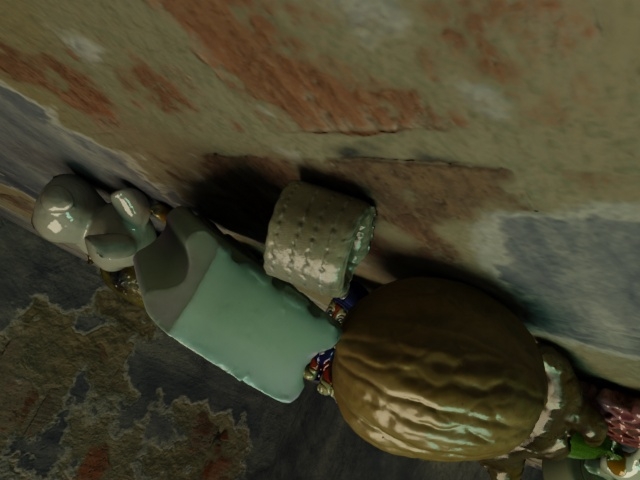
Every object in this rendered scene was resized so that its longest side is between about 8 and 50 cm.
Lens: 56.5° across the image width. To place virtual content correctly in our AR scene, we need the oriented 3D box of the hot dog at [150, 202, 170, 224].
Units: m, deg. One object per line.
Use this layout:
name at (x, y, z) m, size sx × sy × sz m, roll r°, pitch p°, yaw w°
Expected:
hot dog at (-0.233, -0.022, 1.006) m, size 0.044 × 0.028 × 0.137 m, roll 45°, pitch 177°, yaw 39°

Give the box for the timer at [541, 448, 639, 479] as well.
timer at (0.580, 0.438, 1.153) m, size 0.175 × 0.175 × 0.266 m, roll 26°, pitch 146°, yaw -5°

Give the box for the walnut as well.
walnut at (0.140, 0.157, 0.715) m, size 0.260 × 0.225 × 0.225 m, roll 17°, pitch 163°, yaw 9°

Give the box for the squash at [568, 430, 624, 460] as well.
squash at (0.370, 0.296, 1.023) m, size 0.378 × 0.101 × 0.101 m, roll 27°, pitch 164°, yaw -15°

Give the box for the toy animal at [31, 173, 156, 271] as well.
toy animal at (-0.377, -0.034, 1.002) m, size 0.193 × 0.128 × 0.178 m, roll 24°, pitch 163°, yaw 10°

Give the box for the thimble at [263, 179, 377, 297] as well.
thimble at (0.000, 0.000, 0.607) m, size 0.090 × 0.102 × 0.115 m, roll 19°, pitch 165°, yaw 12°

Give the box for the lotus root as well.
lotus root at (-0.379, 0.052, 1.238) m, size 0.278 × 0.154 × 0.154 m, roll 25°, pitch 164°, yaw 8°

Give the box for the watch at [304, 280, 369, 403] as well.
watch at (0.096, 0.179, 0.935) m, size 0.171 × 0.196 × 0.200 m, roll 27°, pitch -172°, yaw 29°

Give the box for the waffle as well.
waffle at (0.476, 0.274, 0.876) m, size 0.234 × 0.056 × 0.221 m, roll 14°, pitch 160°, yaw 32°

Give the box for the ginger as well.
ginger at (0.314, 0.275, 0.891) m, size 0.166 × 0.080 × 0.333 m, roll 25°, pitch 132°, yaw 4°

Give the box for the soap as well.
soap at (-0.133, 0.056, 0.783) m, size 0.208 × 0.115 × 0.347 m, roll 39°, pitch 176°, yaw -23°
